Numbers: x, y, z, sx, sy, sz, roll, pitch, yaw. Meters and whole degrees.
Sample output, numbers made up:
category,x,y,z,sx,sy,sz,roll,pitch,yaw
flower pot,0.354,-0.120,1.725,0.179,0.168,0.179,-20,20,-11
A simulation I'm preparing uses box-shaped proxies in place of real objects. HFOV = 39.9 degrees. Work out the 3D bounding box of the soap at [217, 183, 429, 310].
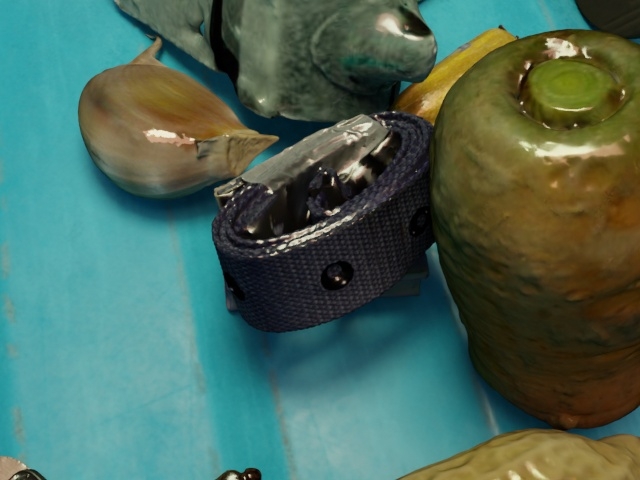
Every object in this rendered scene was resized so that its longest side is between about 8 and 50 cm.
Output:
category,x,y,z,sx,sy,sz,roll,pitch,yaw
soap,0.000,0.000,0.888,0.203,0.065,0.122,-3,63,-6

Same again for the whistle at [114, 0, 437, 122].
category,x,y,z,sx,sy,sz,roll,pitch,yaw
whistle,-0.068,-0.252,0.931,0.404,0.168,0.188,12,38,9

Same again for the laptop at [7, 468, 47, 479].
category,x,y,z,sx,sy,sz,roll,pitch,yaw
laptop,-0.229,0.305,0.726,0.207,0.026,0.154,38,66,15

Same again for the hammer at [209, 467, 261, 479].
category,x,y,z,sx,sy,sz,roll,pitch,yaw
hammer,-0.064,0.287,0.760,0.065,0.021,0.178,-12,67,-11

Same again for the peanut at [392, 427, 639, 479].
category,x,y,z,sx,sy,sz,roll,pitch,yaw
peanut,0.155,0.243,0.735,0.325,0.140,0.153,-12,80,-15

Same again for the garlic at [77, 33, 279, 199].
category,x,y,z,sx,sy,sz,roll,pitch,yaw
garlic,-0.189,-0.138,0.930,0.148,0.128,0.266,-3,45,-45

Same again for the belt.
category,x,y,z,sx,sy,sz,roll,pitch,yaw
belt,0.015,-0.013,0.792,0.230,0.126,0.139,-35,43,-21

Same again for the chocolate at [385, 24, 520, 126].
category,x,y,z,sx,sy,sz,roll,pitch,yaw
chocolate,0.132,-0.152,0.975,0.219,0.086,0.086,-35,70,-19

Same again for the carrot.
category,x,y,z,sx,sy,sz,roll,pitch,yaw
carrot,0.204,-0.001,0.741,0.224,0.341,0.224,-6,49,7

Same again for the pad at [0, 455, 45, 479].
category,x,y,z,sx,sy,sz,roll,pitch,yaw
pad,-0.237,0.317,0.737,0.266,0.002,0.176,34,64,13

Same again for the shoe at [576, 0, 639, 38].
category,x,y,z,sx,sy,sz,roll,pitch,yaw
shoe,0.373,-0.362,1.095,0.098,0.103,0.275,1,63,-19
